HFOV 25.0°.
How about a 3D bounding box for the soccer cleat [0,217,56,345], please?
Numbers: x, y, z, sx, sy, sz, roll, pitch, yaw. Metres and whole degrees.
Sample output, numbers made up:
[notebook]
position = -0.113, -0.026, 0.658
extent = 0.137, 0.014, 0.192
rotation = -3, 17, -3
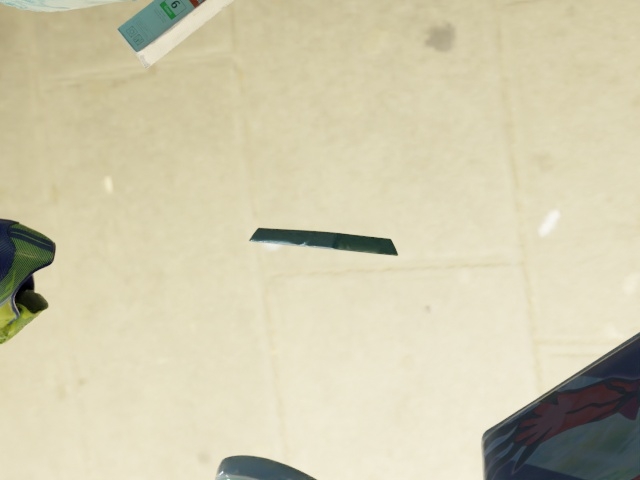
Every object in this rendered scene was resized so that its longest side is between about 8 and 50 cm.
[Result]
[soccer cleat]
position = -0.348, 0.085, 1.490
extent = 0.289, 0.121, 0.093
rotation = 121, 152, -44

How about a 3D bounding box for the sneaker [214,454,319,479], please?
[sneaker]
position = -0.009, 0.259, 1.028
extent = 0.256, 0.094, 0.151
rotation = 25, 73, 34

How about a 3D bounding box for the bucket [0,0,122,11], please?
[bucket]
position = -0.180, -0.306, 1.094
extent = 0.183, 0.281, 0.281
rotation = -4, 95, 52

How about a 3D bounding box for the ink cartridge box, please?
[ink cartridge box]
position = -0.114, -0.195, 1.213
extent = 0.115, 0.063, 0.029
rotation = -39, 86, -3

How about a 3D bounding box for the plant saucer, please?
[plant saucer]
position = 0.000, 0.000, 1.346
extent = 0.192, 0.067, 0.018
rotation = 3, 87, 64

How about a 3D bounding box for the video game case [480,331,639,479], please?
[video game case]
position = 0.146, 0.069, 0.533
extent = 0.201, 0.183, 0.023
rotation = -36, 104, 16
